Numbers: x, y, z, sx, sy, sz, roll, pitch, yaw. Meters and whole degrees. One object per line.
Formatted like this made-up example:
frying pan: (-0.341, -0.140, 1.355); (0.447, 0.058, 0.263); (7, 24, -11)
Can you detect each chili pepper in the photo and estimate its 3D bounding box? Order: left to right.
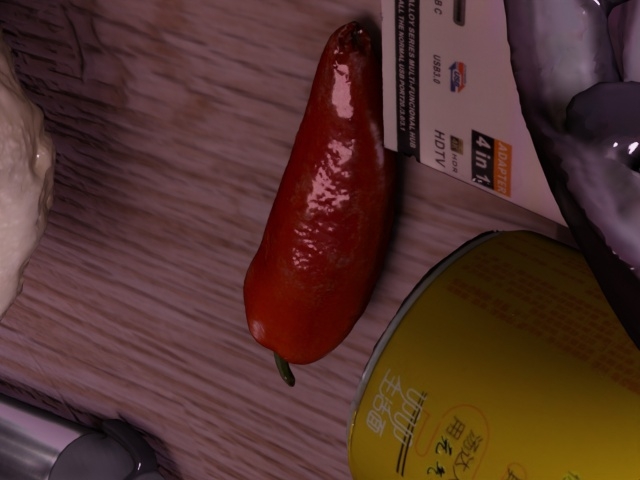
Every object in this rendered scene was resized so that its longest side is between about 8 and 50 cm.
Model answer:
chili pepper: (0.000, 0.000, 0.794); (0.071, 0.063, 0.272); (26, 139, 9)

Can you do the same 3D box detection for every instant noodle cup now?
instant noodle cup: (0.141, 0.113, 0.641); (0.236, 0.215, 0.216); (32, 143, 34)

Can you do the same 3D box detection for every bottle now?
bottle: (-0.221, 0.168, 1.181); (0.253, 0.079, 0.096); (14, 95, 40)

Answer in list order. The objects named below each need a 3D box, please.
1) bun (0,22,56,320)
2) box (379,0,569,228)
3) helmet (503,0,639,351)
bun: (-0.311, -0.082, 0.889); (0.352, 0.227, 0.349); (39, 149, -5)
box: (0.130, -0.052, 0.624); (0.247, 0.033, 0.129); (26, 139, 29)
helmet: (0.174, -0.059, 0.411); (0.225, 0.305, 0.177); (-2, 148, 20)
